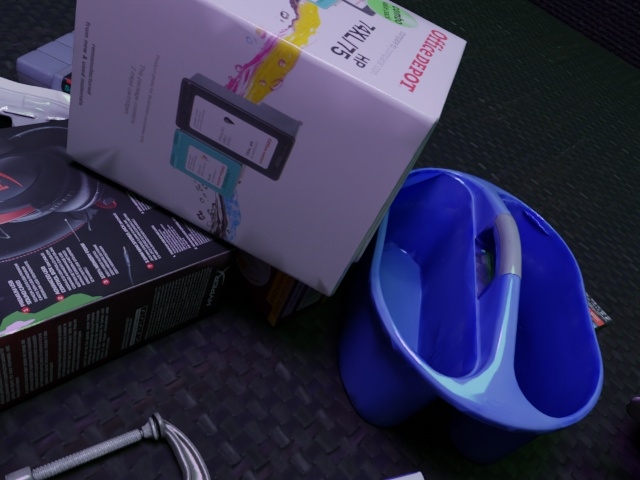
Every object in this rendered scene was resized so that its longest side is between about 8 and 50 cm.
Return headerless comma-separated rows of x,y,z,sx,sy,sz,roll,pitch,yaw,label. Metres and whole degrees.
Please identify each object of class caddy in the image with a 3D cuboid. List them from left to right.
0.157,0.057,0.568,0.241,0.179,0.341,22,42,-5,caddy

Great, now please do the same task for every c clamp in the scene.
-0.169,0.178,0.403,0.161,0.022,0.137,-8,51,-31,c clamp

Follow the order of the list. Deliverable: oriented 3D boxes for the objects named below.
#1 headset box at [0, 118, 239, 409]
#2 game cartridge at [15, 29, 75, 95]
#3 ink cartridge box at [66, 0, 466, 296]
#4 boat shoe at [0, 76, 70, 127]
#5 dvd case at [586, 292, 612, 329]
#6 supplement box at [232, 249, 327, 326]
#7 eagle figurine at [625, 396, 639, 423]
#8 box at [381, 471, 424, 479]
-0.257,0.010,0.465,0.293,0.110,0.218,-23,61,-40,headset box
-0.196,-0.201,0.751,0.355,0.068,0.230,25,37,0,game cartridge
-0.043,-0.128,0.482,0.270,0.197,0.198,28,40,0,ink cartridge box
-0.343,-0.146,0.623,0.184,0.066,0.063,15,76,-19,boat shoe
0.342,0.094,0.744,0.119,0.013,0.087,-10,52,-35,dvd case
-0.063,-0.016,0.590,0.081,0.104,0.188,-21,59,-40,supplement box
0.435,0.235,0.525,0.298,0.225,0.226,-19,47,-26,eagle figurine
0.034,0.257,0.384,0.126,0.072,0.137,0,49,-26,box
